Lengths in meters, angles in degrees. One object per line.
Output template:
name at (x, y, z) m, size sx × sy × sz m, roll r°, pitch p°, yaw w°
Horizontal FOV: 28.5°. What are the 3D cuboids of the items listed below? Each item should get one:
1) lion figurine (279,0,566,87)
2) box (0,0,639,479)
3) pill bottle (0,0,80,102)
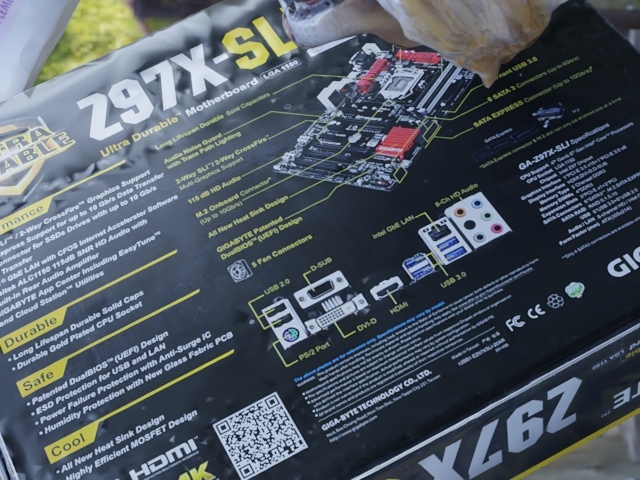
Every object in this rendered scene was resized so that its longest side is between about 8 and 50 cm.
lion figurine at (0.018, -0.270, 0.492) m, size 0.142 × 0.240 × 0.392 m, roll -11°, pitch 67°, yaw 30°
box at (0.000, 0.000, 0.549) m, size 0.257 × 0.322 × 0.079 m, roll 55°, pitch 167°, yaw 37°
pill bottle at (-0.316, -0.234, 0.899) m, size 0.169 × 0.301 × 0.169 m, roll -57°, pitch 12°, yaw 20°
